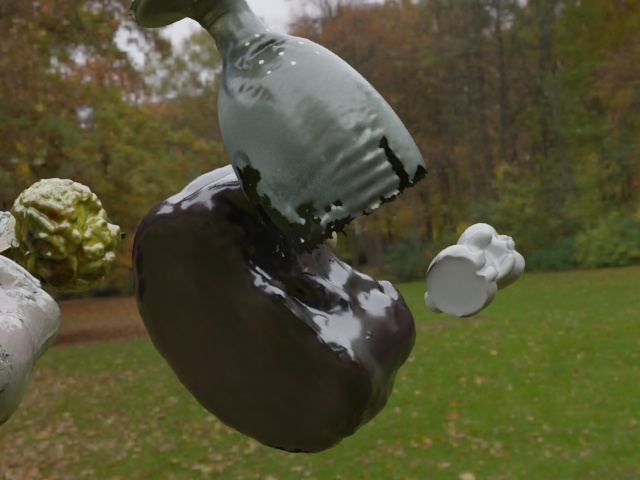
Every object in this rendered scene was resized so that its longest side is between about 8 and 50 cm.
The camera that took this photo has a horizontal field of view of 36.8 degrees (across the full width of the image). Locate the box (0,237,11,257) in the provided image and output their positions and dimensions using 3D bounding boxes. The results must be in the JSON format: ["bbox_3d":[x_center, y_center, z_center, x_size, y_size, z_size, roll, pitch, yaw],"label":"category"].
[{"bbox_3d":[-0.652,-0.018,1.580,0.074,0.239,0.153,-54,-7,36],"label":"box"}]

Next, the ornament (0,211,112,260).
[{"bbox_3d":[-0.586,-0.013,2.042,0.285,0.121,0.130,-7,-22,-10],"label":"ornament"}]

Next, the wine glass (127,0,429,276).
[{"bbox_3d":[-0.040,-0.151,1.030,0.190,0.357,0.190,-32,-1,-1],"label":"wine glass"}]

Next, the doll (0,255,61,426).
[{"bbox_3d":[-0.290,0.100,0.830,0.095,0.149,0.192,11,30,1],"label":"doll"}]

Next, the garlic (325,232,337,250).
[{"bbox_3d":[-0.001,0.000,1.514,0.053,0.041,0.083,-5,-38,-12],"label":"garlic"}]

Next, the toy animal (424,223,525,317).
[{"bbox_3d":[0.264,0.063,1.711,0.178,0.127,0.193,-47,-8,24],"label":"toy animal"}]

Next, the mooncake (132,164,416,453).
[{"bbox_3d":[-0.072,0.085,1.271,0.350,0.381,0.212,-24,10,41],"label":"mooncake"}]

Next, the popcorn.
[{"bbox_3d":[-0.478,-0.008,1.776,0.189,0.218,0.169,-15,13,37],"label":"popcorn"}]
